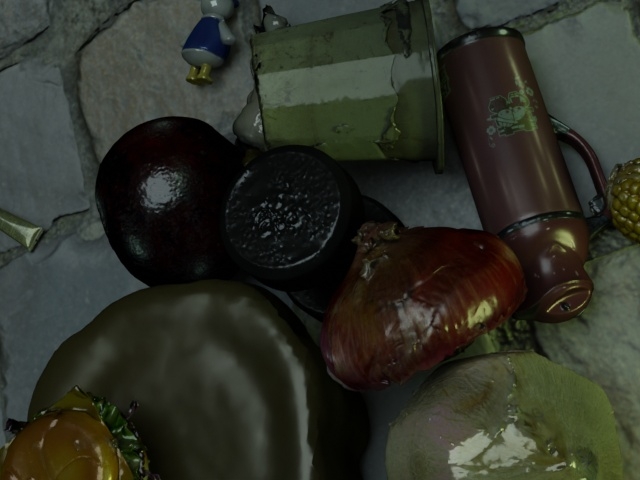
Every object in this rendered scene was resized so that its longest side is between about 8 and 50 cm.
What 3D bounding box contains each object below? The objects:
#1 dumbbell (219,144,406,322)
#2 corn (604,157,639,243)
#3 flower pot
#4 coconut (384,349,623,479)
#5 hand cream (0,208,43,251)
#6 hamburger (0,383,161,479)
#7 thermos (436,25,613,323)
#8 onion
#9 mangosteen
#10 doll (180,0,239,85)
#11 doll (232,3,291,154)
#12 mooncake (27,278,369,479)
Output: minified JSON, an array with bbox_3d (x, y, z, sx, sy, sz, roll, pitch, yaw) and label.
[{"bbox_3d":[0.000,0.000,1.631,0.152,0.218,0.153,-7,70,21],"label":"dumbbell"},{"bbox_3d":[0.433,-0.014,1.522,0.293,0.106,0.106,18,82,25],"label":"corn"},{"bbox_3d":[0.030,-0.163,1.642,0.202,0.212,0.212,-9,69,-2],"label":"flower pot"},{"bbox_3d":[0.188,0.214,1.470,0.230,0.227,0.227,-21,60,57],"label":"coconut"},{"bbox_3d":[-0.402,-0.020,1.924,0.102,0.022,0.035,27,86,22],"label":"hand cream"},{"bbox_3d":[-0.251,0.245,1.522,0.189,0.093,0.164,-26,69,14],"label":"hamburger"},{"bbox_3d":[0.228,-0.064,1.627,0.109,0.136,0.330,-40,57,45],"label":"thermos"},{"bbox_3d":[0.088,0.051,1.507,0.230,0.230,0.163,-36,92,9],"label":"onion"},{"bbox_3d":[-0.150,-0.046,1.714,0.216,0.216,0.216,-7,71,21],"label":"mangosteen"},{"bbox_3d":[-0.137,-0.264,1.866,0.098,0.057,0.143,-1,71,44],"label":"doll"},{"bbox_3d":[-0.041,-0.178,1.776,0.149,0.095,0.192,19,85,29],"label":"doll"},{"bbox_3d":[-0.125,0.235,1.633,0.378,0.201,0.379,-5,77,22],"label":"mooncake"}]
